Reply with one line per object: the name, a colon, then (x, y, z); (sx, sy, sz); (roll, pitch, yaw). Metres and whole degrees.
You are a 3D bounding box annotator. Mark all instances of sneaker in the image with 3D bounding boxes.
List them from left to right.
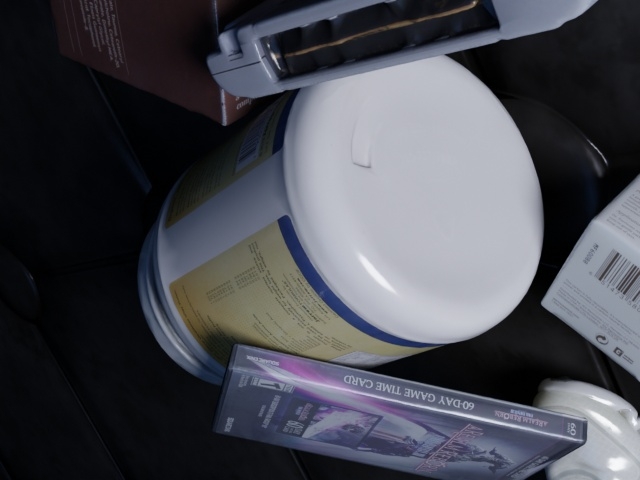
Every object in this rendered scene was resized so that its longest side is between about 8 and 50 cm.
sneaker: (0.250, 0.253, 0.866); (0.110, 0.118, 0.292); (-9, 110, 51)

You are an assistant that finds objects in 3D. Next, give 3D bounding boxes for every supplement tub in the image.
supplement tub: (0.000, 0.000, 0.834); (0.228, 0.228, 0.316); (57, 142, -5)

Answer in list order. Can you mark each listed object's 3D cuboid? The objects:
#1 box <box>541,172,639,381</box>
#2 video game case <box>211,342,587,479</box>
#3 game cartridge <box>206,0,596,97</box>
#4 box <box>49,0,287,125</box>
box: (0.235, 0.026, 0.726); (0.101, 0.087, 0.102); (39, 141, 17)
video game case: (0.052, 0.152, 0.834); (0.274, 0.026, 0.196); (13, 154, -4)
game cartridge: (0.083, -0.170, 0.638); (0.297, 0.198, 0.062); (-3, 116, 48)
box: (-0.098, -0.223, 0.809); (0.203, 0.168, 0.167); (26, 134, 31)
